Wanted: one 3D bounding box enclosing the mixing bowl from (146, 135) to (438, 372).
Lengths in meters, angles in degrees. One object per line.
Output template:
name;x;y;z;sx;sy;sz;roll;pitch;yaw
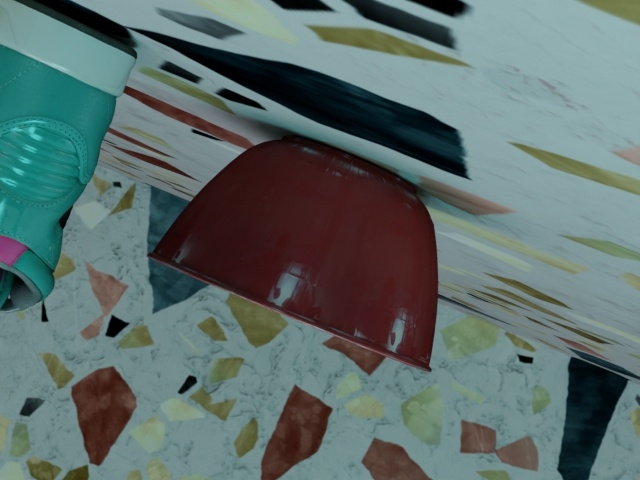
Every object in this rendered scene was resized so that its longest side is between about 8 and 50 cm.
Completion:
mixing bowl;0.000;0.000;0.743;0.181;0.098;0.181;23;178;1

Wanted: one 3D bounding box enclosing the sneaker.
sneaker;-0.207;-0.043;0.708;0.123;0.178;0.295;24;177;-29
